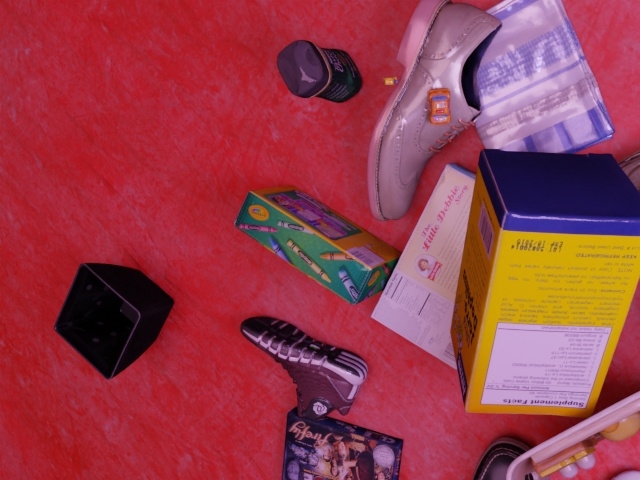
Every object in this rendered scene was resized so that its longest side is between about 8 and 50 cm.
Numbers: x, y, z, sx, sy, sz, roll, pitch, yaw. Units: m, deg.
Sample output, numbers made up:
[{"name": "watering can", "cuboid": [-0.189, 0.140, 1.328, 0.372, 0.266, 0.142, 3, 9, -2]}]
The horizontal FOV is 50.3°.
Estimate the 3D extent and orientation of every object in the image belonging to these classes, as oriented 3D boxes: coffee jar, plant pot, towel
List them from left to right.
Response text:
[{"name": "plant pot", "cuboid": [-0.441, 0.161, 1.515, 0.187, 0.167, 0.188, 36, 113, 17]}, {"name": "coffee jar", "cuboid": [-0.001, -0.299, 1.213, 0.079, 0.184, 0.096, -31, 84, 27]}, {"name": "towel", "cuboid": [0.338, -0.262, 1.134, 0.209, 0.034, 0.285, -23, 87, 28]}]

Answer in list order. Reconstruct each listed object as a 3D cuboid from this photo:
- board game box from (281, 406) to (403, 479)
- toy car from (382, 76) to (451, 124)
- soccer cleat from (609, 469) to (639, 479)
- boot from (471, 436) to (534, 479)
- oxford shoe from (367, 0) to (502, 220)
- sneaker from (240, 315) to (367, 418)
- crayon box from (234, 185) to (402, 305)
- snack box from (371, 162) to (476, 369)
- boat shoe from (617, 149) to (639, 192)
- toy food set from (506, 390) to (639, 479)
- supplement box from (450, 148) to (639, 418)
[{"name": "board game box", "cuboid": [0.040, 0.452, 1.384, 0.243, 0.042, 0.165, 10, 102, 25]}, {"name": "toy car", "cuboid": [0.151, -0.217, 1.072, 0.122, 0.040, 0.060, 14, 111, 3]}, {"name": "soccer cleat", "cuboid": [0.468, 0.539, 1.123, 0.116, 0.143, 0.331, 27, 108, 21]}, {"name": "boot", "cuboid": [0.268, 0.549, 1.146, 0.138, 0.284, 0.377, 21, 105, 23]}, {"name": "oxford shoe", "cuboid": [0.184, -0.200, 1.147, 0.146, 0.140, 0.397, 24, 117, 22]}, {"name": "sneaker", "cuboid": [-0.054, 0.272, 1.372, 0.281, 0.106, 0.162, 22, 110, 22]}, {"name": "crayon box", "cuboid": [0.000, 0.000, 1.269, 0.278, 0.165, 0.081, 33, 111, 20]}, {"name": "snack box", "cuboid": [0.240, 0.046, 1.212, 0.187, 0.060, 0.322, 31, 110, 18]}, {"name": "boat shoe", "cuboid": [0.446, -0.064, 1.072, 0.095, 0.095, 0.257, 50, 115, 12]}, {"name": "toy food set", "cuboid": [0.445, 0.317, 1.042, 0.306, 0.219, 0.092, -38, 62, 21]}, {"name": "supplement box", "cuboid": [0.319, 0.067, 1.008, 0.194, 0.195, 0.356, 3, 123, 1]}]
